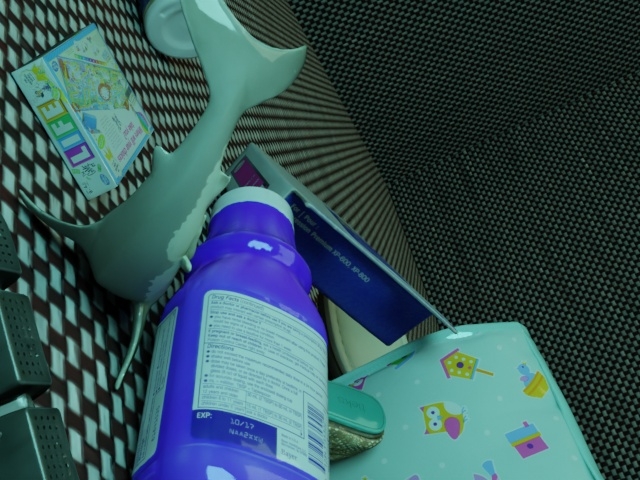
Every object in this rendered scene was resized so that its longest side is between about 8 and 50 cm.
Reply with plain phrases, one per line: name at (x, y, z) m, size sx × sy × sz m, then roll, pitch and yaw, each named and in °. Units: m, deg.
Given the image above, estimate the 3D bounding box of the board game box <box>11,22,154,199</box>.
board game box at (-0.178, -0.105, 0.692) m, size 0.154 × 0.026 × 0.104 m, roll -90°, pitch 154°, yaw -68°

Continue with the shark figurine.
shark figurine at (-0.117, -0.026, 0.534) m, size 0.116 × 0.278 × 0.166 m, roll 27°, pitch 54°, yaw -10°

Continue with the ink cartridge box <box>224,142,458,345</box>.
ink cartridge box at (0.000, 0.000, 0.886) m, size 0.175 × 0.069 × 0.371 m, roll 40°, pitch 1°, yaw -17°

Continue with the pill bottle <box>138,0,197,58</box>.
pill bottle at (-0.167, -0.298, 1.025) m, size 0.094 × 0.094 × 0.169 m, roll 53°, pitch 16°, yaw -54°

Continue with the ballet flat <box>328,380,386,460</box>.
ballet flat at (-0.044, 0.127, 0.703) m, size 0.206 × 0.067 × 0.073 m, roll 30°, pitch 34°, yaw -21°

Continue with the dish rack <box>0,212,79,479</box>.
dish rack at (-0.167, 0.050, 0.255) m, size 0.208 × 0.074 × 0.271 m, roll 68°, pitch 11°, yaw 17°

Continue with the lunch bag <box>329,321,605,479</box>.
lunch bag at (0.109, 0.212, 0.790) m, size 0.160 × 0.262 × 0.223 m, roll 55°, pitch 13°, yaw -48°

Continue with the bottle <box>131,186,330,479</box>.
bottle at (-0.053, 0.077, 0.601) m, size 0.118 × 0.092 × 0.283 m, roll 28°, pitch 36°, yaw -25°

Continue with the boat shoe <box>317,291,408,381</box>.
boat shoe at (0.063, 0.191, 1.096) m, size 0.116 × 0.097 × 0.325 m, roll -6°, pitch 62°, yaw -37°
